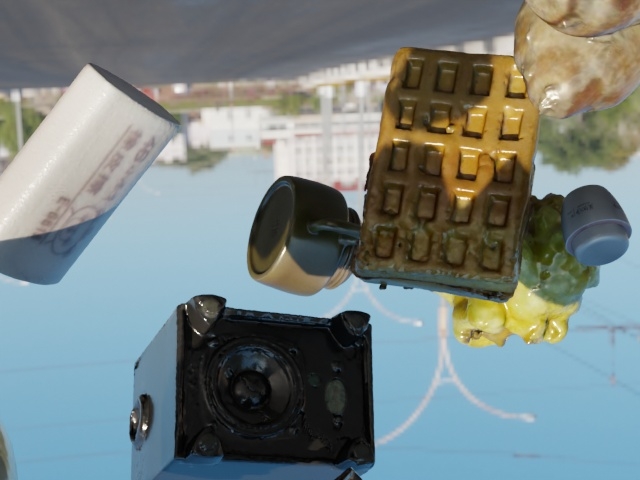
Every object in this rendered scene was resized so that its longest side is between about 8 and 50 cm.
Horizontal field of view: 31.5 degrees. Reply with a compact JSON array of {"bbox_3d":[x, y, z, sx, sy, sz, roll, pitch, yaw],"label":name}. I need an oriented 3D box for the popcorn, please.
[{"bbox_3d":[0.288,0.045,1.725,0.215,0.252,0.286,-15,176,-39],"label":"popcorn"}]

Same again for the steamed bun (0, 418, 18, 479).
[{"bbox_3d":[-0.499,0.249,1.155,0.375,0.241,0.374,3,-135,-3],"label":"steamed bun"}]

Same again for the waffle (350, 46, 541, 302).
[{"bbox_3d":[0.174,-0.089,1.493,0.224,0.327,0.098,8,161,14],"label":"waffle"}]

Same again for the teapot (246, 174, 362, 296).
[{"bbox_3d":[0.000,0.000,1.821,0.175,0.185,0.268,15,168,-24],"label":"teapot"}]

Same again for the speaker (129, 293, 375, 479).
[{"bbox_3d":[-0.082,0.188,1.281,0.232,0.184,0.254,6,154,-19],"label":"speaker"}]

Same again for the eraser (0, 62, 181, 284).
[{"bbox_3d":[-0.309,-0.077,1.413,0.095,0.270,0.174,40,-175,24],"label":"eraser"}]

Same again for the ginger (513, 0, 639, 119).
[{"bbox_3d":[0.271,-0.247,1.131,0.176,0.256,0.375,19,163,14],"label":"ginger"}]

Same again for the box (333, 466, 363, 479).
[{"bbox_3d":[0.039,0.344,0.943,0.153,0.252,0.188,-46,173,15],"label":"box"}]

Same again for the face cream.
[{"bbox_3d":[0.374,-0.021,1.548,0.091,0.095,0.091,-6,146,-4],"label":"face cream"}]
